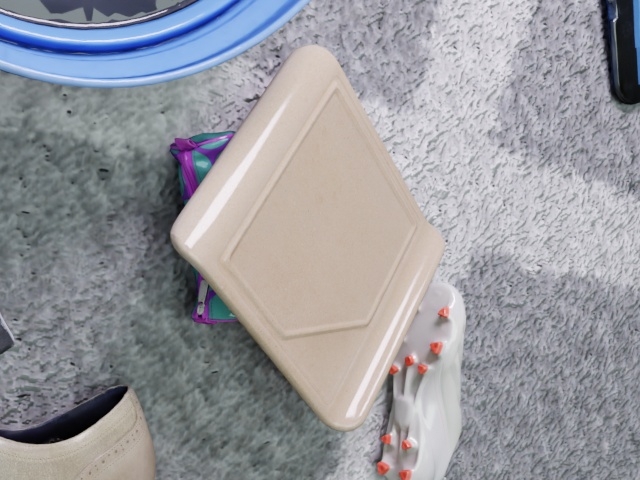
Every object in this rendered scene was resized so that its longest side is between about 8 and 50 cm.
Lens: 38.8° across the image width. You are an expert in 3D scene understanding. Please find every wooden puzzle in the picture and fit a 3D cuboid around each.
[{"bbox_3d":[0.000,0.000,0.731,0.239,0.044,0.221,52,52,-32],"label":"wooden puzzle"}]

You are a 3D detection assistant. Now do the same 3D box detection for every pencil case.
[{"bbox_3d":[-0.078,-0.009,0.712,0.070,0.064,0.152,-20,107,-53],"label":"pencil case"}]

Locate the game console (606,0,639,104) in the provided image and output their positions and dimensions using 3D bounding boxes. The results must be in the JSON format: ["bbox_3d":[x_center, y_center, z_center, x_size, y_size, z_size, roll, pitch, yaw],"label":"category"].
[{"bbox_3d":[0.440,-0.296,0.922,0.293,0.250,0.173,-20,79,-27],"label":"game console"}]

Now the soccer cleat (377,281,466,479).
[{"bbox_3d":[0.101,0.135,0.839,0.076,0.068,0.196,9,93,-45],"label":"soccer cleat"}]

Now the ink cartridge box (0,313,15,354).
[{"bbox_3d":[-0.342,0.047,0.471,0.303,0.072,0.307,-35,152,-21],"label":"ink cartridge box"}]

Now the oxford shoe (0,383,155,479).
[{"bbox_3d":[-0.272,0.180,0.601,0.348,0.123,0.130,-10,97,-39],"label":"oxford shoe"}]

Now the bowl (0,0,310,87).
[{"bbox_3d":[-0.134,-0.289,0.528,0.391,0.077,0.391,-9,109,-29],"label":"bowl"}]
